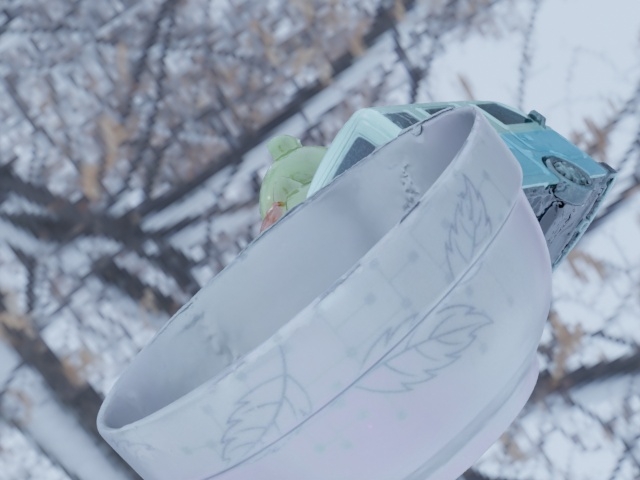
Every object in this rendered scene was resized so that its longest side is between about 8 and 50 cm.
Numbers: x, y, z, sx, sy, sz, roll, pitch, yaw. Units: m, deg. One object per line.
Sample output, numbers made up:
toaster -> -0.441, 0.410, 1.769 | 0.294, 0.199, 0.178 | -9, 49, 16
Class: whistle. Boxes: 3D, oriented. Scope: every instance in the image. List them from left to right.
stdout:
whistle -> 0.000, 0.000, 1.563 | 0.106, 0.131, 0.288 | -34, -155, 14

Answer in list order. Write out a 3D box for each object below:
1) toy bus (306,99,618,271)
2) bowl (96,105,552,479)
toy bus -> 0.121, -0.043, 1.511 | 0.271, 0.165, 0.133 | -9, 136, -54
bowl -> 0.023, 0.064, 1.016 | 0.287, 0.144, 0.287 | -39, -169, 9
